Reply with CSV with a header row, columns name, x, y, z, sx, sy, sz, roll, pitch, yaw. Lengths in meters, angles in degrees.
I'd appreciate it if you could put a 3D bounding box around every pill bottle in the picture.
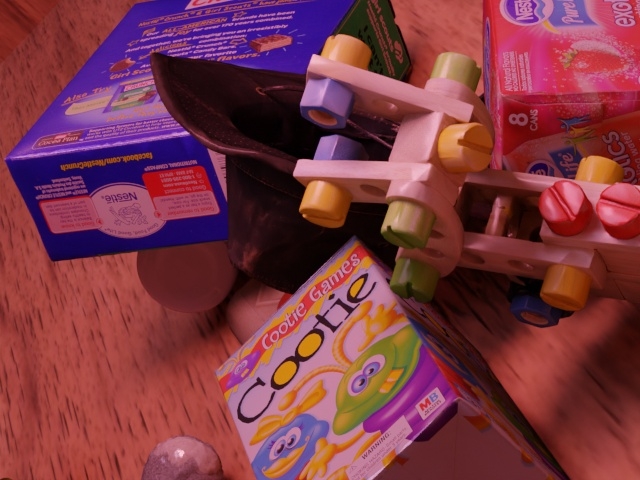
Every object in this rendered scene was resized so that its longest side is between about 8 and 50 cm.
name,x,y,z,sx,sy,sz,roll,pitch,yaw
pill bottle,-0.112,-0.006,1.832,0.094,0.094,0.169,-39,13,19

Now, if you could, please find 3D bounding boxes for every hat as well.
name,x,y,z,sx,sy,sz,roll,pitch,yaw
hat,0.002,-0.032,1.470,0.331,0.331,0.134,-115,44,-66

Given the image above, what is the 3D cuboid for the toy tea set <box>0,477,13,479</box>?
name,x,y,z,sx,sy,sz,roll,pitch,yaw
toy tea set,-0.370,0.276,1.710,0.124,0.200,0.336,-4,48,49

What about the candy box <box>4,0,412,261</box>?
name,x,y,z,sx,sy,sz,roll,pitch,yaw
candy box,-0.093,-0.120,1.776,0.268,0.122,0.317,-6,30,24

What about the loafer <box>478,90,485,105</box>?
name,x,y,z,sx,sy,sz,roll,pitch,yaw
loafer,0.149,-0.117,1.627,0.125,0.039,0.045,-45,22,7

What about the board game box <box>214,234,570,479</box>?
name,x,y,z,sx,sy,sz,roll,pitch,yaw
board game box,0.049,0.132,1.257,0.142,0.144,0.275,-45,23,6

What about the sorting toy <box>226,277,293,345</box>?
name,x,y,z,sx,sy,sz,roll,pitch,yaw
sorting toy,0.000,0.000,1.701,0.229,0.041,0.307,-47,22,0

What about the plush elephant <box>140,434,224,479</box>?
name,x,y,z,sx,sy,sz,roll,pitch,yaw
plush elephant,-0.286,0.255,1.512,0.272,0.255,0.330,-24,32,45

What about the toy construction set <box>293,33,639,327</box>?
name,x,y,z,sx,sy,sz,roll,pitch,yaw
toy construction set,0.151,-0.011,1.163,0.327,0.215,0.151,24,76,32

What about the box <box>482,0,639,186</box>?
name,x,y,z,sx,sy,sz,roll,pitch,yaw
box,0.179,-0.111,1.389,0.122,0.128,0.257,-1,33,3
